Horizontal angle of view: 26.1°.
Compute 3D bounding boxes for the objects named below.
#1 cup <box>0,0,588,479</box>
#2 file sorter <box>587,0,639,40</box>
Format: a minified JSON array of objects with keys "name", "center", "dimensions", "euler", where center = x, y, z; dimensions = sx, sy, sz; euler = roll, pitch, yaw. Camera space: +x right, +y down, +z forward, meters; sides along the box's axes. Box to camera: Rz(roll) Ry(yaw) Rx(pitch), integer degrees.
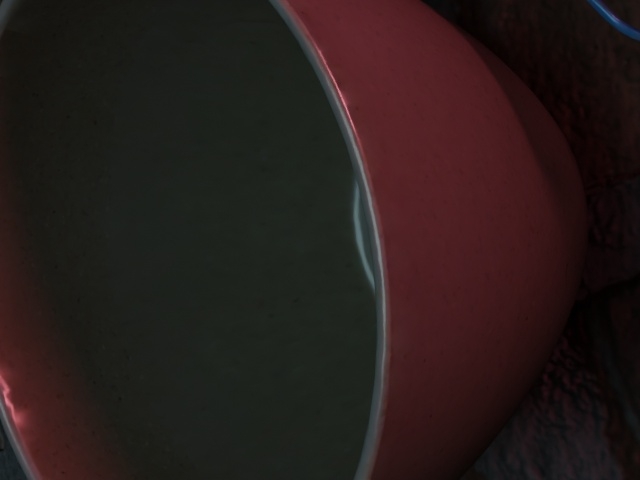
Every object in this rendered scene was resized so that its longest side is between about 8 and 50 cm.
[{"name":"cup","center":[0.000,0.000,0.708],"dimensions":[0.331,0.237,0.331],"euler":[13,107,47]},{"name":"file sorter","center":[0.171,-0.178,0.573],"dimensions":[0.104,0.118,0.170],"euler":[54,132,23]}]
